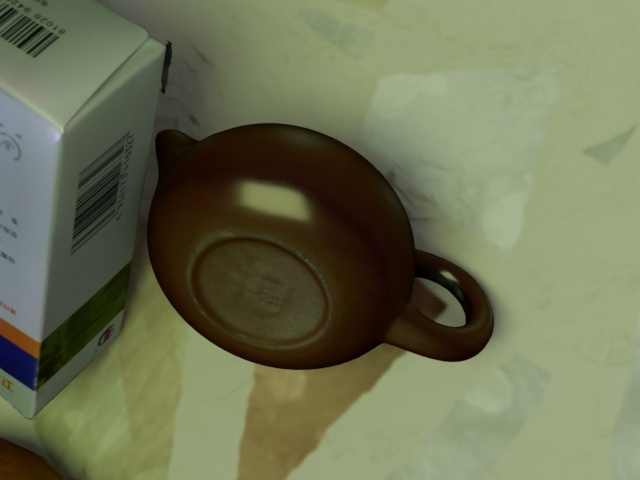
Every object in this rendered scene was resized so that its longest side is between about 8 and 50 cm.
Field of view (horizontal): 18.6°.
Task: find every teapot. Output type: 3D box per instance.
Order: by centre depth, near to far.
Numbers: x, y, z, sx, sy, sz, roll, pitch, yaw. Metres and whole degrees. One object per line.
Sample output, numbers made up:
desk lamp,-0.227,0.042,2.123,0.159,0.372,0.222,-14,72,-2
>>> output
teapot,0.000,0.000,1.266,0.252,0.135,0.178,25,139,-2

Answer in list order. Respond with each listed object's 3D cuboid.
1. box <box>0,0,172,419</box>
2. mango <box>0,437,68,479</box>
box,-0.223,-0.048,1.266,0.200,0.106,0.299,33,140,14
mango,-0.213,0.188,1.372,0.159,0.105,0.084,20,76,5
